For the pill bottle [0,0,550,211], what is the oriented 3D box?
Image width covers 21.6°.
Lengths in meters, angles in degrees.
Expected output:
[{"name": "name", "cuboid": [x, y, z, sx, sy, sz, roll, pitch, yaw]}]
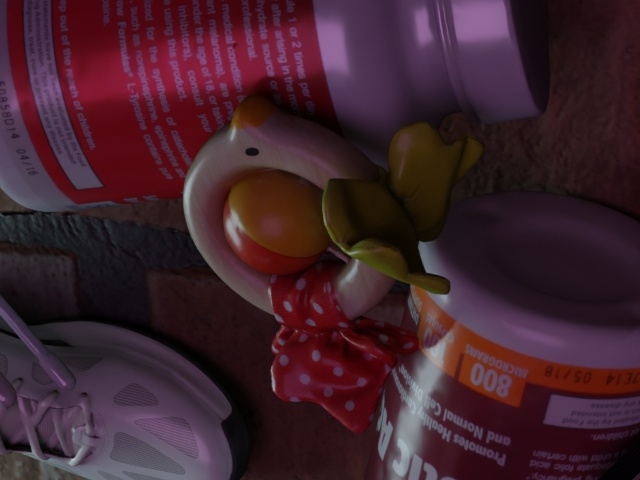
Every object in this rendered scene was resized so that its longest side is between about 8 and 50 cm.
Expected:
[{"name": "pill bottle", "cuboid": [-0.045, -0.153, 1.246, 0.408, 0.229, 0.229, -6, 112, 17]}]

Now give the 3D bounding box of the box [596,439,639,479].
[{"name": "box", "cuboid": [0.273, 0.239, 1.291, 0.060, 0.216, 0.270, 30, 138, 31]}]

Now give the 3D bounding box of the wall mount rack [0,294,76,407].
[{"name": "wall mount rack", "cuboid": [-0.288, -0.022, 1.369, 0.131, 0.350, 0.304, -2, 88, 5]}]

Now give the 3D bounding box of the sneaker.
[{"name": "sneaker", "cuboid": [-0.304, 0.173, 1.510, 0.448, 0.257, 0.169, 19, 120, 13]}]

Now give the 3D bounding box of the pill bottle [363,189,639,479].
[{"name": "pill bottle", "cuboid": [0.150, 0.178, 1.340, 0.224, 0.224, 0.392, 19, 119, 14]}]

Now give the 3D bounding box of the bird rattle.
[{"name": "bird rattle", "cuboid": [0.000, 0.000, 1.173, 0.207, 0.143, 0.253, 35, 143, 4]}]
